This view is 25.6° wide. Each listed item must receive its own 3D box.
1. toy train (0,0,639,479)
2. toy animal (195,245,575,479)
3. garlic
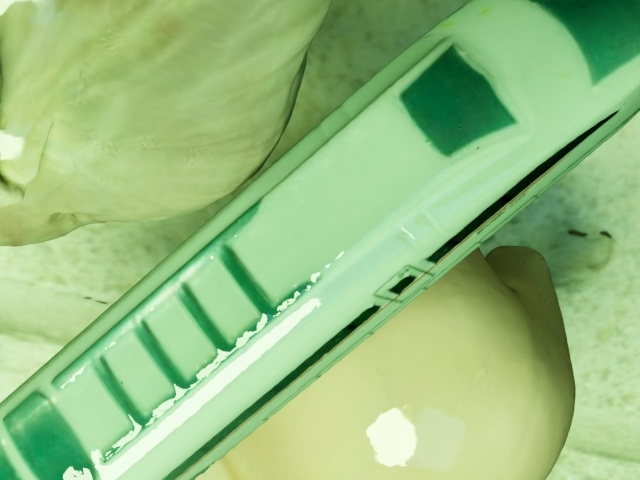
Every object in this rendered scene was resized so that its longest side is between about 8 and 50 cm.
[{"bbox_3d":[0.000,0.000,0.652,0.407,0.086,0.088,-40,162,10],"label":"toy train"},{"bbox_3d":[0.000,0.120,0.809,0.237,0.269,0.326,30,156,-24],"label":"toy animal"},{"bbox_3d":[-0.141,-0.140,0.621,0.321,0.241,0.322,-5,105,-17],"label":"garlic"}]
